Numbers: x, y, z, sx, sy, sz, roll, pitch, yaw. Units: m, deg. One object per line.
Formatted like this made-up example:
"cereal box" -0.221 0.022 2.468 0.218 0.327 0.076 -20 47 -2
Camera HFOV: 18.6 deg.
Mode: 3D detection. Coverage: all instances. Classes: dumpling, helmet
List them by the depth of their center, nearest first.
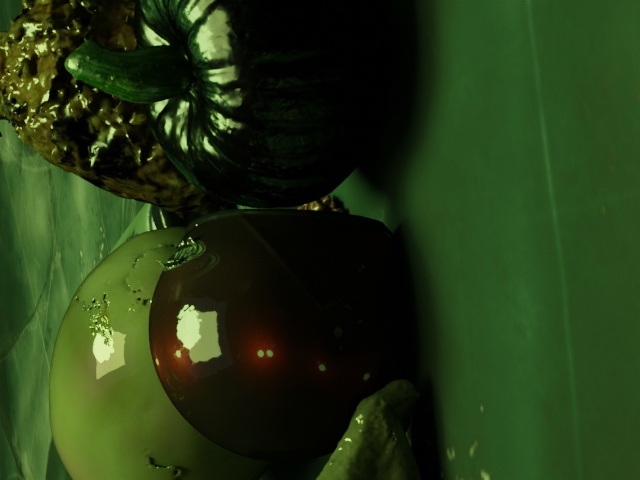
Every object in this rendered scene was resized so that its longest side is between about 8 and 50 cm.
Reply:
"dumpling" 0.004 0.272 1.465 0.086 0.332 0.166 30 167 42
"helmet" -0.035 0.072 1.526 0.216 0.193 0.189 52 146 -11

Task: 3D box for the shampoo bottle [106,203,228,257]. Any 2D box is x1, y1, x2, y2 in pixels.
"shampoo bottle" -0.167 0.044 2.044 0.134 0.078 0.359 71 157 11

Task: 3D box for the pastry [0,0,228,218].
"pastry" -0.164 -0.137 1.734 0.193 0.275 0.275 -66 22 0

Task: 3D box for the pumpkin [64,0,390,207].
"pumpkin" -0.075 -0.140 1.504 0.248 0.248 0.248 176 90 -70

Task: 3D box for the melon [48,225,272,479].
"melon" -0.131 0.125 1.743 0.317 0.223 0.223 107 151 -46

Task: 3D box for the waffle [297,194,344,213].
"waffle" 0.000 0.000 1.641 0.083 0.029 0.075 -129 40 -62
